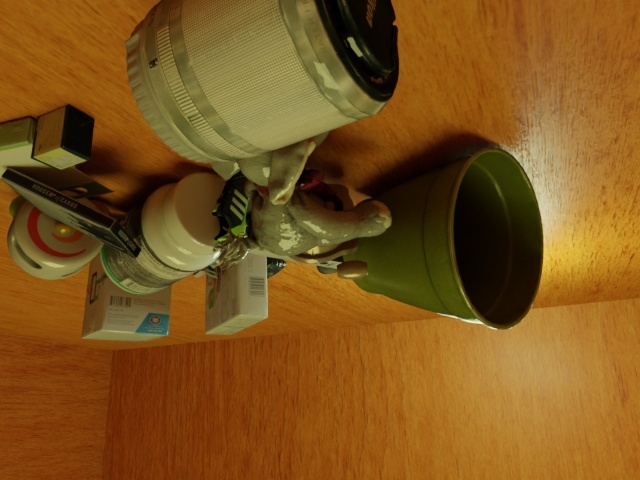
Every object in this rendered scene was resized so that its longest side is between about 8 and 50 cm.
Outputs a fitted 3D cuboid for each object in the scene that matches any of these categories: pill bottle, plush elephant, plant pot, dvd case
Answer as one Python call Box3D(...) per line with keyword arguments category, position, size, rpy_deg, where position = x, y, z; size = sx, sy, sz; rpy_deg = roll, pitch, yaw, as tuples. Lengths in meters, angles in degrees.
Box3D(category="pill bottle", position=(-0.347, -0.011, 1.253), size=(0.204, 0.204, 0.361), rpy_deg=(15, 153, -40))
Box3D(category="plush elephant", position=(-0.059, -0.119, 0.965), size=(0.330, 0.272, 0.255), rpy_deg=(-27, 136, -35))
Box3D(category="plant pot", position=(0.249, 0.003, 1.215), size=(0.367, 0.366, 0.353), rpy_deg=(15, 167, -41))
Box3D(category="dvd case", position=(-0.490, -0.049, 1.082), size=(0.239, 0.029, 0.179), rpy_deg=(26, 162, 6))

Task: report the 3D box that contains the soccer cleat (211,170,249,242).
Box3D(category="soccer cleat", position=(-0.184, -0.080, 1.111), size=(0.072, 0.178, 0.060), rpy_deg=(2, 180, -37))

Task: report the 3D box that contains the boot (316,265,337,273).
Box3D(category="boot", position=(0.165, 0.047, 1.669), size=(0.338, 0.118, 0.223), rpy_deg=(3, 170, -7))

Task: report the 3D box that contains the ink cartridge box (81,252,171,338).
Box3D(category="ink cartridge box", position=(-0.576, 0.155, 1.622), size=(0.198, 0.270, 0.197), rpy_deg=(13, 158, -36))

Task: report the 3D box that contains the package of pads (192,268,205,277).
Box3D(category="package of pads", position=(-0.395, 0.090, 1.789), size=(0.032, 0.050, 0.083), rpy_deg=(10, 157, -31))

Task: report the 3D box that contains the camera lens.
Box3D(category="camera lens", position=(-0.060, -0.222, 0.640), size=(0.274, 0.219, 0.219), rpy_deg=(-13, 158, 30))

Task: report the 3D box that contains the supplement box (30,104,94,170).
Box3D(category="supplement box", position=(-0.449, -0.178, 0.944), size=(0.083, 0.083, 0.056), rpy_deg=(-12, 158, 25))

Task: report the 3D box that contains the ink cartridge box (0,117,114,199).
Box3D(category="ink cartridge box", position=(-0.549, -0.149, 1.066), size=(0.171, 0.056, 0.235), rpy_deg=(-8, 162, 17))

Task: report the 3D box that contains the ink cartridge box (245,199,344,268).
Box3D(category="ink cartridge box", position=(-0.038, -0.031, 1.292), size=(0.333, 0.165, 0.065), rpy_deg=(12, 158, -37))

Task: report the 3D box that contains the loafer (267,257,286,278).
Box3D(category="loafer", position=(-0.196, 0.106, 1.814), size=(0.078, 0.076, 0.223), rpy_deg=(20, 149, -31))

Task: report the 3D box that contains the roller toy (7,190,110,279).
Box3D(category="roller toy", position=(-0.601, -0.014, 1.244), size=(0.209, 0.191, 0.146), rpy_deg=(12, 156, -35))

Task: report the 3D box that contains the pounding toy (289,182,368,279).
Box3D(category="pounding toy", position=(0.000, 0.000, 1.157), size=(0.154, 0.269, 0.154), rpy_deg=(-5, 126, -7))

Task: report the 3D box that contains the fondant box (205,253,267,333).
Box3D(category="fondant box", position=(-0.271, 0.153, 1.695), size=(0.096, 0.238, 0.330), rpy_deg=(7, 159, -28))

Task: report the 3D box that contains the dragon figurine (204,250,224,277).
Box3D(category="dragon figurine", position=(-0.328, 0.010, 1.506), size=(0.289, 0.144, 0.085), rpy_deg=(20, 160, -4))
